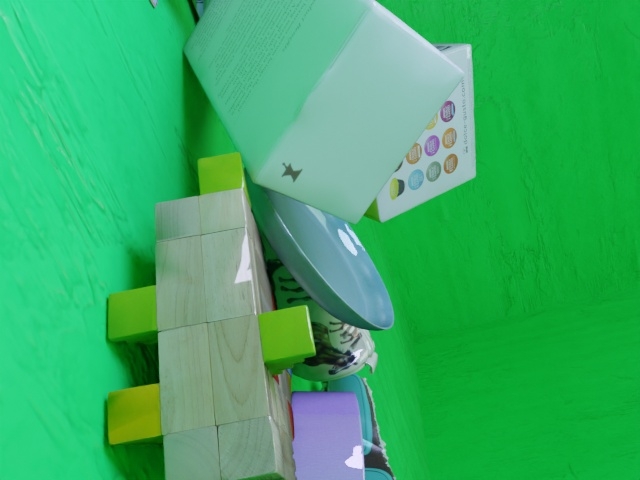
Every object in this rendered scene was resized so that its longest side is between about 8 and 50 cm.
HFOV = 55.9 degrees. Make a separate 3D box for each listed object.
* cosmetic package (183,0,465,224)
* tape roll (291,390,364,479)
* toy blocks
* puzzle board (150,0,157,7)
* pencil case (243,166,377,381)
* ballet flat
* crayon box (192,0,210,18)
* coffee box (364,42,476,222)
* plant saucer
[{"bbox_3d":[-0.031,-0.250,0.833,0.161,0.230,0.453,22,23,-35],"label":"cosmetic package"},{"bbox_3d":[0.001,0.340,0.796,0.275,0.090,0.275,-178,-90,-88],"label":"tape roll"},{"bbox_3d":[-0.095,0.136,0.679,0.261,0.191,0.381,80,0,-62],"label":"toy blocks"},{"bbox_3d":[-0.269,-0.425,0.893,0.128,0.011,0.096,63,16,-46],"label":"puzzle board"},{"bbox_3d":[-0.013,0.042,1.070,0.160,0.183,0.410,-24,103,-55],"label":"pencil case"},{"bbox_3d":[0.065,0.440,1.135,0.409,0.147,0.147,-93,164,-48],"label":"ballet flat"},{"bbox_3d":[-0.165,-0.423,1.151,0.165,0.081,0.278,-58,127,-72],"label":"crayon box"},{"bbox_3d":[0.146,-0.289,1.510,0.338,0.334,0.337,27,-45,50],"label":"coffee box"},{"bbox_3d":[-0.006,-0.001,0.847,0.317,0.044,0.317,50,15,-18],"label":"plant saucer"}]
